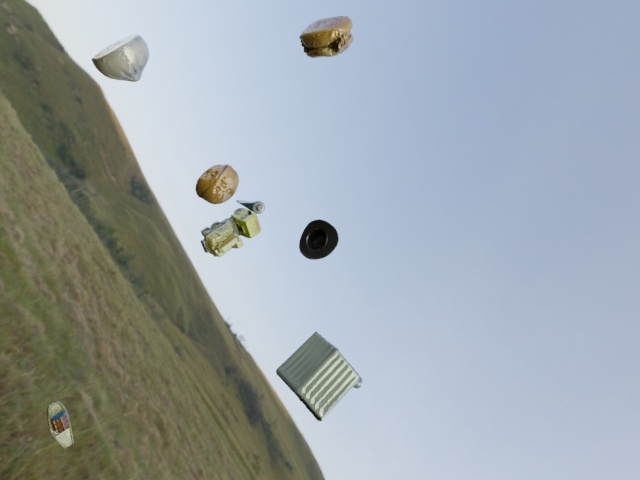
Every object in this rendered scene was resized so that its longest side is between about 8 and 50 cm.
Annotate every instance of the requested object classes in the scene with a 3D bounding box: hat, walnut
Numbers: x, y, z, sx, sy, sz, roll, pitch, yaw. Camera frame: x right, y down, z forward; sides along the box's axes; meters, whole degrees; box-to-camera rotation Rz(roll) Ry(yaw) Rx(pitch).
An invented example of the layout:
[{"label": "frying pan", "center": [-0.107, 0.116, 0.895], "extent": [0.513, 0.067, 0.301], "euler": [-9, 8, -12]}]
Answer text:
[{"label": "hat", "center": [0.000, 0.000, 1.150], "extent": [0.121, 0.050, 0.121], "euler": [-4, -99, 27]}, {"label": "walnut", "center": [-0.400, -0.222, 1.655], "extent": [0.144, 0.180, 0.144], "euler": [30, -18, 11]}]

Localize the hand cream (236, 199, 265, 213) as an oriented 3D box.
[{"label": "hand cream", "center": [-0.267, -0.138, 1.645], "extent": [0.224, 0.083, 0.048], "euler": [-156, -107, -65]}]

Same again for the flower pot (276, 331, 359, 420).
[{"label": "flower pot", "center": [-0.009, 0.446, 1.387], "extent": [0.209, 0.189, 0.239], "euler": [42, -18, 20]}]

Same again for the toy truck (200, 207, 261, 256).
[{"label": "toy truck", "center": [-0.384, -0.030, 1.856], "extent": [0.157, 0.272, 0.124], "euler": [20, -46, 39]}]

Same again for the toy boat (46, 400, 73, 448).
[{"label": "toy boat", "center": [-0.884, 0.623, 1.432], "extent": [0.066, 0.065, 0.172], "euler": [5, -70, 35]}]

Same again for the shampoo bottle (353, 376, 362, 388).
[{"label": "shampoo bottle", "center": [0.095, 0.622, 1.926], "extent": [0.208, 0.057, 0.063], "euler": [26, 3, -24]}]

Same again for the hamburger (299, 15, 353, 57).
[{"label": "hamburger", "center": [0.018, -0.563, 1.169], "extent": [0.147, 0.138, 0.083], "euler": [8, -38, 29]}]

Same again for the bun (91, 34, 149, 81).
[{"label": "bun", "center": [-0.480, -0.439, 1.042], "extent": [0.138, 0.138, 0.094], "euler": [27, -28, 48]}]
